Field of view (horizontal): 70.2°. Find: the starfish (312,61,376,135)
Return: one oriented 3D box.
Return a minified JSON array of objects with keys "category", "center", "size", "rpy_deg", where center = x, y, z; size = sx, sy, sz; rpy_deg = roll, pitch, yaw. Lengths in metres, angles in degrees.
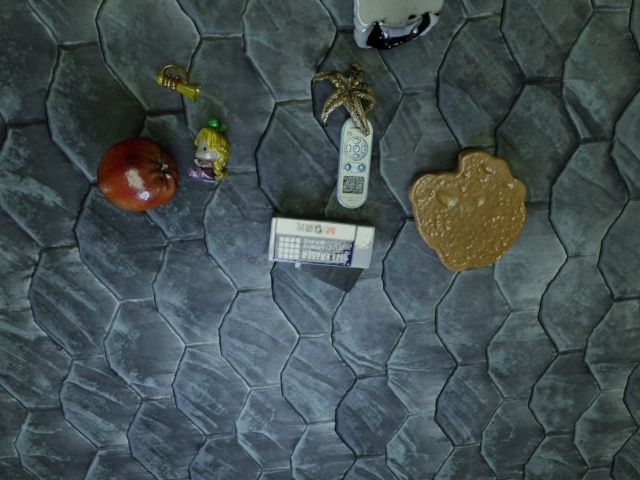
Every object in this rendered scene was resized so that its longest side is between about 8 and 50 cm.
[{"category":"starfish","center":[0.062,-0.341,1.121],"size":[0.146,0.074,0.190],"rpy_deg":[-23,88,-4]}]

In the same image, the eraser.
[{"category":"eraser","center":[0.000,0.000,1.243],"size":[0.278,0.081,0.124],"rpy_deg":[5,104,-8]}]

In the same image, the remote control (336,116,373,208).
[{"category":"remote control","center":[0.089,-0.206,1.205],"size":[0.087,0.047,0.244],"rpy_deg":[1,107,-9]}]

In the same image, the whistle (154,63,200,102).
[{"category":"whistle","center":[-0.347,-0.388,1.110],"size":[0.109,0.046,0.057],"rpy_deg":[26,118,-7]}]

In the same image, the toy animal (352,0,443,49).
[{"category":"toy animal","center":[0.156,-0.550,1.043],"size":[0.208,0.156,0.204],"rpy_deg":[-15,107,-8]}]

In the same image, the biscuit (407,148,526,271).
[{"category":"biscuit","center":[0.412,-0.088,1.266],"size":[0.312,0.057,0.351],"rpy_deg":[-44,108,9]}]

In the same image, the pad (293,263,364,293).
[{"category":"pad","center":[0.031,0.069,1.310],"size":[0.193,0.004,0.116],"rpy_deg":[25,102,-11]}]

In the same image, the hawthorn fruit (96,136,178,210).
[{"category":"hawthorn fruit","center":[-0.459,-0.152,1.115],"size":[0.200,0.179,0.179],"rpy_deg":[-20,109,19]}]

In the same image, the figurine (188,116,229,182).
[{"category":"figurine","center":[-0.267,-0.227,1.157],"size":[0.094,0.115,0.156],"rpy_deg":[7,88,27]}]
